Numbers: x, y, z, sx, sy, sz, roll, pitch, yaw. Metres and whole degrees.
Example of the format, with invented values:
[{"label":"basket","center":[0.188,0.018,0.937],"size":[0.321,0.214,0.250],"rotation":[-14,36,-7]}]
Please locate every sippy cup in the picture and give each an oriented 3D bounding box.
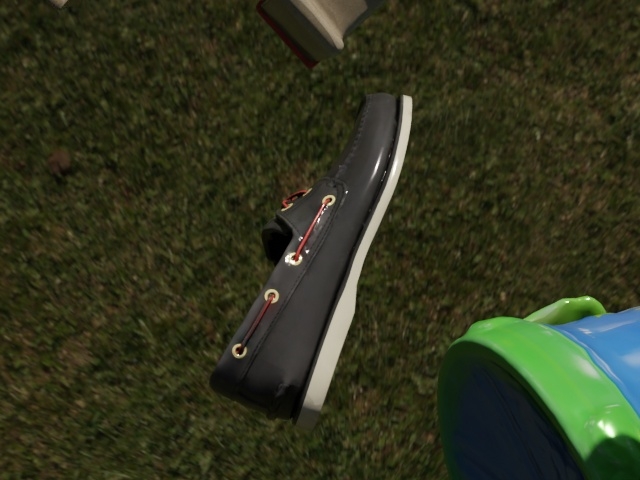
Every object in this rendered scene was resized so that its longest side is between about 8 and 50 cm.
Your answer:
[{"label":"sippy cup","center":[0.211,0.126,0.581],"size":[0.224,0.240,0.305],"rotation":[-18,62,-14]}]

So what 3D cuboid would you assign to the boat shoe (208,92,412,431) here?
[{"label":"boat shoe","center":[0.000,-0.001,0.384],"size":[0.042,0.049,0.133],"rotation":[21,67,2]}]

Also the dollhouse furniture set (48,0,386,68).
[{"label":"dollhouse furniture set","center":[-0.057,-0.229,0.650],"size":[0.262,0.135,0.259],"rotation":[-42,104,3]}]
